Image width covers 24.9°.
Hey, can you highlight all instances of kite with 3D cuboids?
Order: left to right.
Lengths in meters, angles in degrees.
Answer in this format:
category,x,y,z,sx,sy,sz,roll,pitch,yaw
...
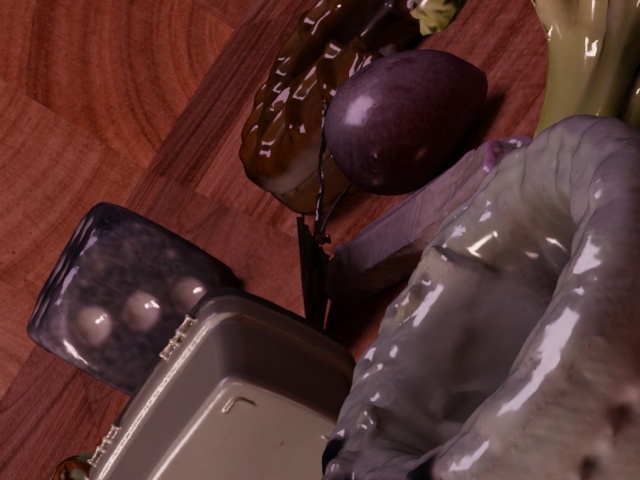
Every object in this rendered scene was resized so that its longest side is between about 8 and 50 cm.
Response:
category,x,y,z,sx,sy,sz,roll,pitch,yaw
kite,-0.002,0.000,1.212,0.229,0.012,0.250,67,-155,-75

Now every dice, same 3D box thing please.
category,x,y,z,sx,sy,sz,roll,pitch,yaw
dice,-0.213,0.071,1.632,0.182,0.183,0.181,-62,16,-8

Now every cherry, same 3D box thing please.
category,x,y,z,sx,sy,sz,roll,pitch,yaw
cherry,0.066,-0.087,1.174,0.148,0.115,0.188,-10,17,11

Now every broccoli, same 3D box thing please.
category,x,y,z,sx,sy,sz,roll,pitch,yaw
broccoli,0.173,-0.145,0.820,0.247,0.263,0.243,42,133,46

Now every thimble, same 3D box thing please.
category,x,y,z,sx,sy,sz,roll,pitch,yaw
thimble,0.112,0.062,0.633,0.237,0.150,0.237,-53,14,19

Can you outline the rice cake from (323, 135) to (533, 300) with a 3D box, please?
category,x,y,z,sx,sy,sz,roll,pitch,yaw
rice cake,0.079,-0.012,1.100,0.270,0.049,0.055,-38,46,54

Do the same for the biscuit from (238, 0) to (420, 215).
category,x,y,z,sx,sy,sz,roll,pitch,yaw
biscuit,0.022,-0.166,1.486,0.268,0.115,0.366,-49,16,29

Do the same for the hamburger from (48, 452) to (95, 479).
category,x,y,z,sx,sy,sz,roll,pitch,yaw
hamburger,-0.209,0.287,1.273,0.214,0.125,0.235,-61,9,8

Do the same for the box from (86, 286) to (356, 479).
category,x,y,z,sx,sy,sz,roll,pitch,yaw
box,-0.072,0.152,1.068,0.210,0.148,0.129,-54,22,21
